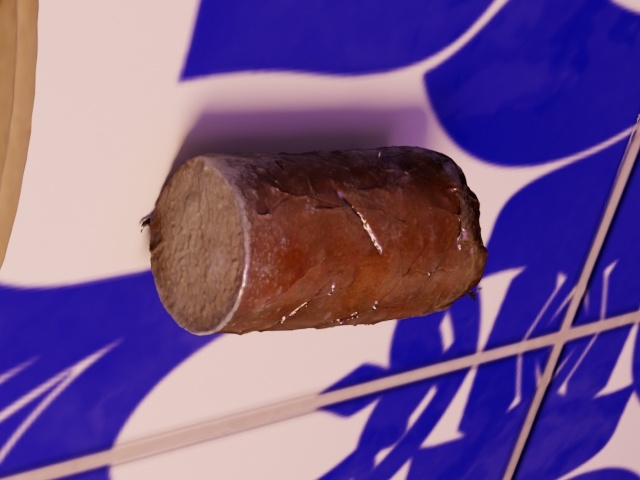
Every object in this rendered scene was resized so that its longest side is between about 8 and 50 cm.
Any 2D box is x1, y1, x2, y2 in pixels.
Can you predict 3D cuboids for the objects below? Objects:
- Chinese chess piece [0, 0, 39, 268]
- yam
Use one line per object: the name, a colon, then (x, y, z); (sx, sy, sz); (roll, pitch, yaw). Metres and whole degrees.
Chinese chess piece: (-0.154, -0.037, 0.407); (0.250, 0.103, 0.249); (6, 90, -79)
yam: (0.001, -0.002, 0.717); (0.141, 0.079, 0.079); (-5, 125, -42)
